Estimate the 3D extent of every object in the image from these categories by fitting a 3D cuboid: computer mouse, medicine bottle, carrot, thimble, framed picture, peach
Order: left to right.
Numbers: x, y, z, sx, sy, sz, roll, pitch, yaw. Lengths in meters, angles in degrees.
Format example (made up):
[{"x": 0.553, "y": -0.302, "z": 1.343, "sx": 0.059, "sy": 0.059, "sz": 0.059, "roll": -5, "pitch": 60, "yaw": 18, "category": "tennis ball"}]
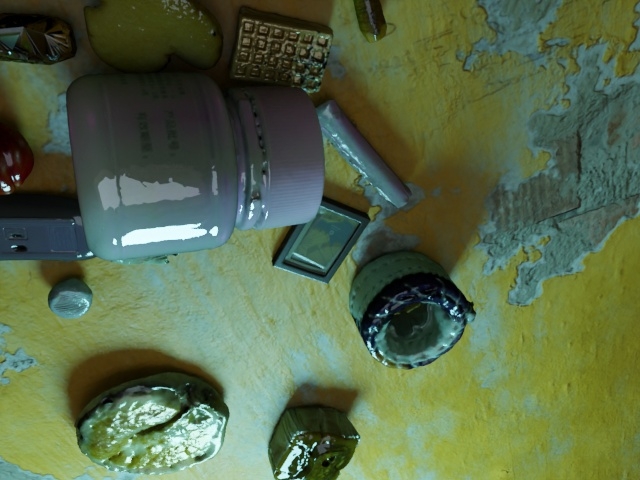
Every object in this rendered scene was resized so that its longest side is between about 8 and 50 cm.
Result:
[{"x": -0.451, "y": -0.269, "z": 0.750, "sx": 0.229, "sy": 0.069, "sz": 0.069, "roll": -3, "pitch": 125, "yaw": -11, "category": "carrot"}, {"x": -0.480, "y": -0.123, "z": 0.828, "sx": 0.101, "sy": 0.100, "sz": 0.100, "roll": -7, "pitch": 126, "yaw": -10, "category": "peach"}, {"x": -0.474, "y": -0.018, "z": 0.925, "sx": 0.232, "sy": 0.057, "sz": 0.120, "roll": -1, "pitch": 125, "yaw": -11, "category": "computer mouse"}, {"x": -0.179, "y": -0.112, "z": 0.813, "sx": 0.325, "sy": 0.256, "sz": 0.256, "roll": -8, "pitch": 127, "yaw": -21, "category": "medicine bottle"}, {"x": 0.000, "y": 0.000, "z": 1.081, "sx": 0.128, "sy": 0.023, "sz": 0.168, "roll": 20, "pitch": 117, "yaw": -26, "category": "framed picture"}, {"x": 0.058, "y": -0.374, "z": 0.820, "sx": 0.042, "sy": 0.042, "sz": 0.170, "roll": -24, "pitch": 126, "yaw": 3, "category": "carrot"}, {"x": 0.184, "y": 0.139, "z": 1.151, "sx": 0.237, "sy": 0.150, "sz": 0.237, "roll": -7, "pitch": 124, "yaw": -11, "category": "thimble"}]

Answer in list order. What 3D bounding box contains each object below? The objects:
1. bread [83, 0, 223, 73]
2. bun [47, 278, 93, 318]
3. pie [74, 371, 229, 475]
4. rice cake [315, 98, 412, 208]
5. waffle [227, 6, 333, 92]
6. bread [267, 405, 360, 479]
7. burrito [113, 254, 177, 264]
[{"x": -0.232, "y": -0.298, "z": 0.792, "sx": 0.188, "sy": 0.065, "sz": 0.149, "roll": 17, "pitch": 129, "yaw": -28, "category": "bread"}, {"x": -0.455, "y": 0.104, "z": 1.024, "sx": 0.083, "sy": 0.045, "sz": 0.083, "roll": -7, "pitch": 129, "yaw": -8, "category": "bun"}, {"x": -0.368, "y": 0.412, "z": 1.248, "sx": 0.339, "sy": 0.077, "sz": 0.339, "roll": -9, "pitch": 129, "yaw": -12, "category": "pie"}, {"x": 0.075, "y": -0.146, "z": 0.981, "sx": 0.055, "sy": 0.049, "sz": 0.270, "roll": -45, "pitch": 123, "yaw": 1, "category": "rice cake"}, {"x": -0.060, "y": -0.285, "z": 0.852, "sx": 0.148, "sy": 0.042, "sz": 0.102, "roll": 6, "pitch": 123, "yaw": -19, "category": "waffle"}, {"x": -0.020, "y": 0.514, "z": 1.387, "sx": 0.192, "sy": 0.109, "sz": 0.209, "roll": 13, "pitch": 120, "yaw": -24, "category": "bread"}, {"x": -0.310, "y": 0.014, "z": 0.997, "sx": 0.118, "sy": 0.044, "sz": 0.074, "roll": 9, "pitch": 124, "yaw": -18, "category": "burrito"}]
